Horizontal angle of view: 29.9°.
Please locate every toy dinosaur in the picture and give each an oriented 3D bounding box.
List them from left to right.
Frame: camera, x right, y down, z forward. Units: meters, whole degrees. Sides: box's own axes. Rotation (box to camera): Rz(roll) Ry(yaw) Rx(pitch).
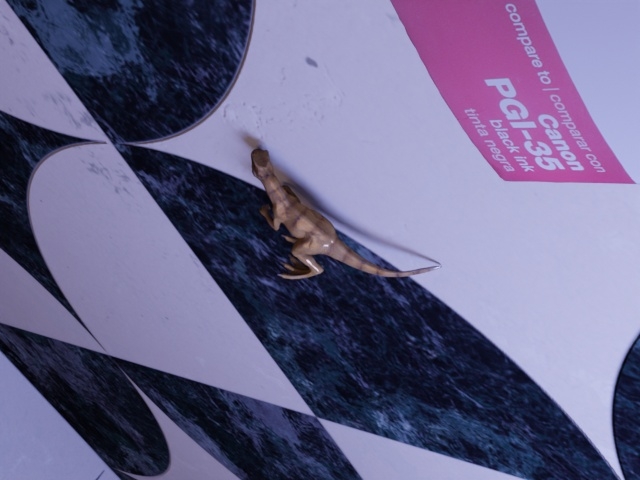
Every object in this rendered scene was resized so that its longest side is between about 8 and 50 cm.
[{"bbox_3d":[0.000,0.000,1.162,0.211,0.064,0.112,38,153,0],"label":"toy dinosaur"}]

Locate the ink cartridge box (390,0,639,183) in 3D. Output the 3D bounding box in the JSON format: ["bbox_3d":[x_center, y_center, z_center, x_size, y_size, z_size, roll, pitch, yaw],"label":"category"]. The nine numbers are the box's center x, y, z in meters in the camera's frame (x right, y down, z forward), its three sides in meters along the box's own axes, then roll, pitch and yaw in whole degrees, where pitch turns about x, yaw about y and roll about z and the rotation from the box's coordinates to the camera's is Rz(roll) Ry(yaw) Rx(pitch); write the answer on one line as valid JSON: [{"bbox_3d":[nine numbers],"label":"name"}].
[{"bbox_3d":[0.195,-0.123,0.401,0.283,0.207,0.117,5,140,45],"label":"ink cartridge box"}]
